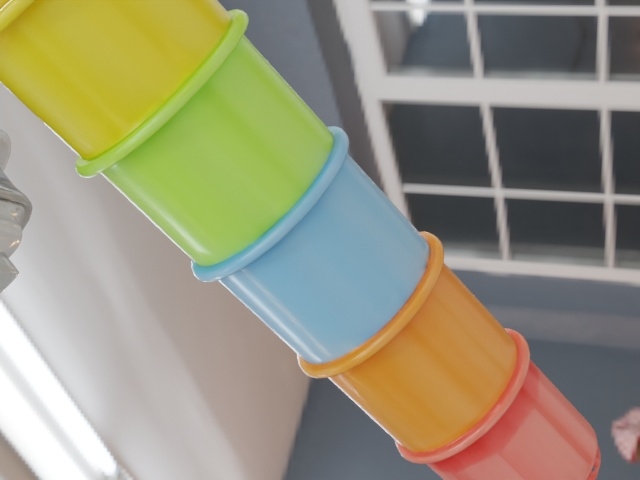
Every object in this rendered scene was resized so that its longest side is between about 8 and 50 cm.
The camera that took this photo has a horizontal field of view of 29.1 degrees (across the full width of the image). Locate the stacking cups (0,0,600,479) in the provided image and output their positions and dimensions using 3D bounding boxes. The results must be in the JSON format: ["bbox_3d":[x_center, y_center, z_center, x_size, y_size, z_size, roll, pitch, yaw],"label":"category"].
[{"bbox_3d":[0.000,0.000,0.513,0.316,0.096,0.096,44,-137,-21],"label":"stacking cups"}]

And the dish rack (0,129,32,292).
[{"bbox_3d":[-0.266,0.052,0.549,0.285,0.072,0.333,-45,-7,3],"label":"dish rack"}]
